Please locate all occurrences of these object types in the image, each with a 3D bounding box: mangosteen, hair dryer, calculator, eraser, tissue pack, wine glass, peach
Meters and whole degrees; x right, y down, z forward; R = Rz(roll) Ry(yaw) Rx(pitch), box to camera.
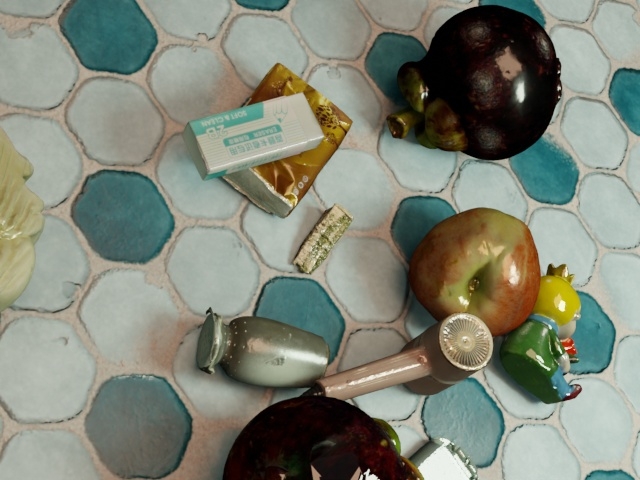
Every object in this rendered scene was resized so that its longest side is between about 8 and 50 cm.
[{"bbox_3d":[0.000,0.374,1.584,0.311,0.311,0.311,8,68,-21],"label":"mangosteen"},{"bbox_3d":[0.102,0.220,1.739,0.344,0.189,0.107,-12,74,-25],"label":"hair dryer"},{"bbox_3d":[0.172,0.439,1.765,0.246,0.045,0.141,-36,88,-30],"label":"calculator"},{"bbox_3d":[-0.113,-0.176,1.764,0.225,0.052,0.095,-19,75,-27],"label":"eraser"},{"bbox_3d":[-0.072,-0.175,1.864,0.183,0.092,0.226,36,59,-5],"label":"tissue pack"},{"bbox_3d":[-0.096,0.181,1.706,0.204,0.111,0.111,14,66,-22],"label":"wine glass"},{"bbox_3d":[0.282,0.048,1.871,0.232,0.232,0.257,44,19,-3],"label":"peach"},{"bbox_3d":[0.300,-0.296,1.982,0.297,0.313,0.297,-7,99,-54],"label":"mangosteen"}]

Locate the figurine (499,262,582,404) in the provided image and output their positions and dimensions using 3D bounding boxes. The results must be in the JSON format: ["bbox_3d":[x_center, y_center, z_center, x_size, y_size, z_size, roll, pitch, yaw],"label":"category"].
[{"bbox_3d":[0.435,0.172,1.945,0.185,0.127,0.234,41,50,-10],"label":"figurine"}]

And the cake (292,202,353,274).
[{"bbox_3d":[0.000,0.000,1.868,0.051,0.055,0.140,39,78,-8],"label":"cake"}]

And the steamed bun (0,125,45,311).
[{"bbox_3d":[-0.581,-0.041,1.496,0.352,0.247,0.339,50,27,-40],"label":"steamed bun"}]
